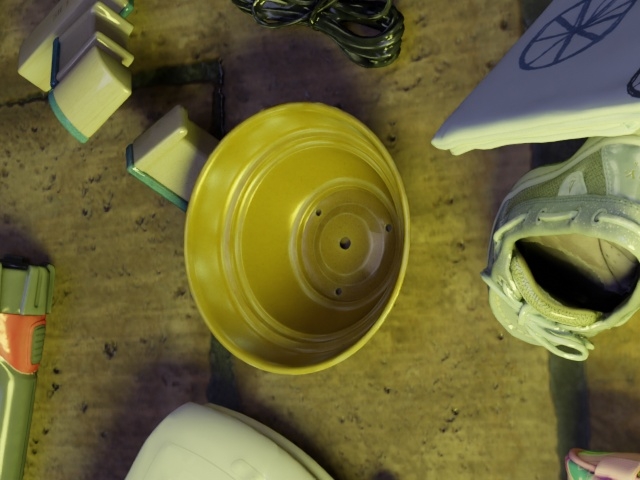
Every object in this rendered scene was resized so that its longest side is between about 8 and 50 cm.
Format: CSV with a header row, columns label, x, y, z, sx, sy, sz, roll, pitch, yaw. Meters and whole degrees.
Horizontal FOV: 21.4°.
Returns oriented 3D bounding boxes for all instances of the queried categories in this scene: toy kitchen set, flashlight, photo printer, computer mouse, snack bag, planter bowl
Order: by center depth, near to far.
label,x,y,z,sx,sy,sz,roll,pitch,yaw
snack bag,0.269,-0.169,1.065,0.342,0.323,0.037,-5,126,55
planter bowl,0.000,0.000,1.378,0.217,0.090,0.217,-3,85,32
photo printer,-0.086,0.305,1.397,0.256,0.107,0.308,37,106,33
computer mouse,0.031,-0.296,1.401,0.188,0.072,0.272,27,113,30
toy kitchen set,-0.174,-0.120,1.519,0.122,0.166,0.207,-43,29,22
flashlight,-0.316,0.164,1.567,0.103,0.103,0.304,16,96,59

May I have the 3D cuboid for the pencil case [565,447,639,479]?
label,x,y,z,sx,sy,sz,roll,pitch,yaw
pencil case,0.209,0.292,1.203,0.124,0.124,0.284,12,92,33

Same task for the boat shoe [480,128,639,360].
label,x,y,z,sx,sy,sz,roll,pitch,yaw
boat shoe,0.175,0.012,1.157,0.118,0.320,0.103,36,68,-1
